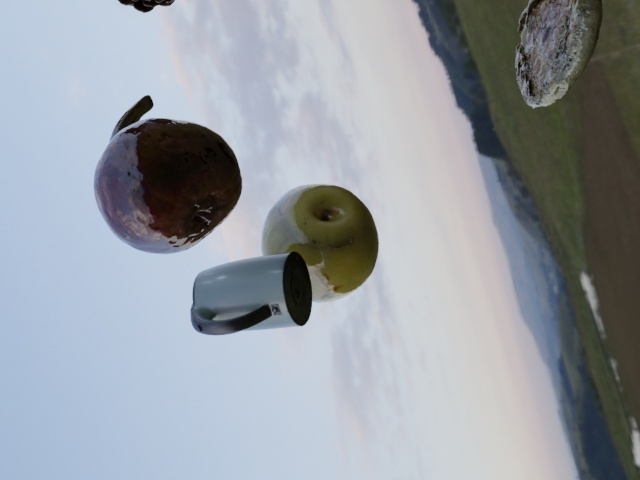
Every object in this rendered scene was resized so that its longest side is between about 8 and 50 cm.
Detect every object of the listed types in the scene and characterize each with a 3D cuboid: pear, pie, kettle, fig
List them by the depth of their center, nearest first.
[{"bbox_3d":[-0.210,-0.084,0.947,0.207,0.175,0.175,37,-179,20],"label":"fig"},{"bbox_3d":[0.444,-0.386,1.471,0.274,0.055,0.274,-171,90,-76],"label":"pie"},{"bbox_3d":[-0.162,0.129,1.653,0.221,0.236,0.161,-63,-38,-57],"label":"kettle"},{"bbox_3d":[0.000,0.000,1.901,0.309,0.309,0.309,-16,-90,-77],"label":"pear"}]

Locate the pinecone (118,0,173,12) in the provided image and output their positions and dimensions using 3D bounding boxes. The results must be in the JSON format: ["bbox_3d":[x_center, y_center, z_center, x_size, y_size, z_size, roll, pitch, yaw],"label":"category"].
[{"bbox_3d":[-0.293,-0.459,1.284,0.173,0.174,0.173,-16,-90,-77],"label":"pinecone"}]
